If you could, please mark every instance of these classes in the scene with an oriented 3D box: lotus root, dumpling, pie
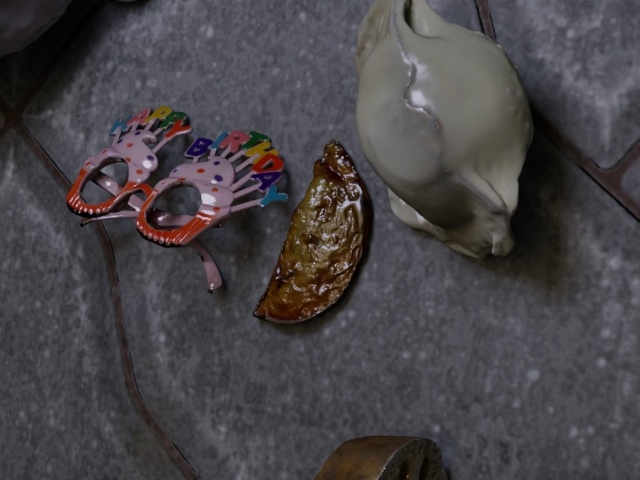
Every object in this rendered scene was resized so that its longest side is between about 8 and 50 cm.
[{"bbox_3d":[0.050,0.223,1.176,0.081,0.122,0.112,16,116,38],"label":"lotus root"},{"bbox_3d":[0.096,-0.095,1.185,0.258,0.147,0.193,67,156,8],"label":"dumpling"},{"bbox_3d":[0.001,0.002,1.286,0.088,0.033,0.191,26,96,27],"label":"pie"}]

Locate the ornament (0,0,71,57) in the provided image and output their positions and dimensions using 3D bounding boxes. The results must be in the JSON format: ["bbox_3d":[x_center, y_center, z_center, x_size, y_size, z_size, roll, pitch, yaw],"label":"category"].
[{"bbox_3d":[-0.401,-0.336,1.389,0.337,0.337,0.337,-5,81,30],"label":"ornament"}]

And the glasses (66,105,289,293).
[{"bbox_3d":[-0.137,-0.051,1.362,0.255,0.095,0.162,21,67,32],"label":"glasses"}]
